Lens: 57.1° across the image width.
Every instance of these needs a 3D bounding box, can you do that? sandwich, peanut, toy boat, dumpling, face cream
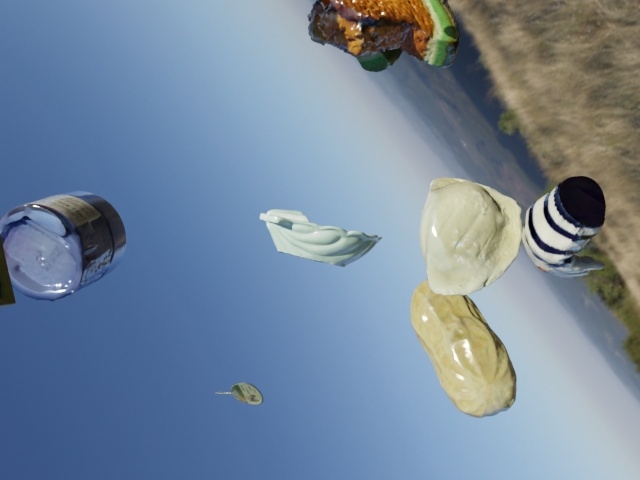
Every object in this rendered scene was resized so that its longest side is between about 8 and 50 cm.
[{"bbox_3d":[0.111,-0.409,1.155,0.301,0.162,0.250,-7,-127,-23],"label":"sandwich"},{"bbox_3d":[0.277,0.201,1.176,0.152,0.152,0.313,38,-158,-42],"label":"peanut"},{"bbox_3d":[0.000,0.000,1.357,0.290,0.100,0.199,15,176,-26],"label":"toy boat"},{"bbox_3d":[0.268,-0.014,1.054,0.131,0.179,0.252,87,-166,-55],"label":"dumpling"},{"bbox_3d":[-0.654,0.010,1.486,0.249,0.249,0.225,51,-165,-4],"label":"face cream"}]

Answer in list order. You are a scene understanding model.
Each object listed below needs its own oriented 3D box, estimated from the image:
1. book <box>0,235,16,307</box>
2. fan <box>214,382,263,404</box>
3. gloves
[{"bbox_3d":[-0.492,0.012,0.731,0.192,0.013,0.168,-3,-106,-57],"label":"book"},{"bbox_3d":[-0.125,0.252,0.951,0.060,0.080,0.003,44,-142,-24],"label":"fan"},{"bbox_3d":[0.390,-0.005,0.971,0.219,0.131,0.140,103,151,-57],"label":"gloves"}]
